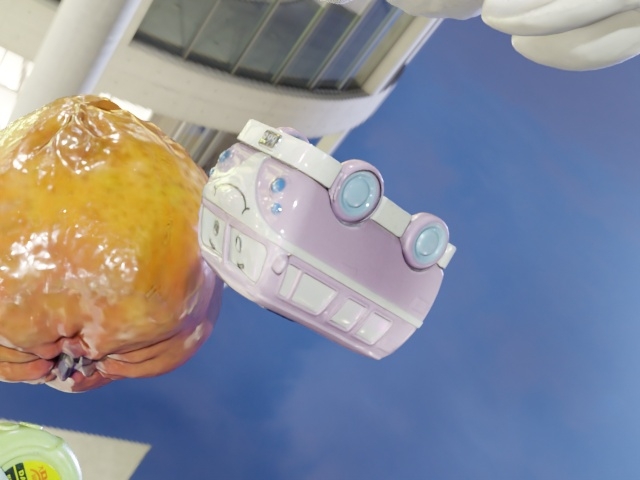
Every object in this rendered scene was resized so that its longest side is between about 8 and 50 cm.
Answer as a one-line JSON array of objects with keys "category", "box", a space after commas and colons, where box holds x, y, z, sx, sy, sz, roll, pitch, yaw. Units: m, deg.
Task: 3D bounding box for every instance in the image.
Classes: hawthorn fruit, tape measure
[{"category": "hawthorn fruit", "box": [-0.357, -0.003, 1.200, 0.472, 0.471, 0.471, 27, -146, -20]}, {"category": "tape measure", "box": [-0.336, 0.275, 0.851, 0.154, 0.088, 0.177, -26, -73, -41]}]

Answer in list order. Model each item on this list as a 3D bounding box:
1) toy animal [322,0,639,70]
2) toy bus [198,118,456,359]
[{"category": "toy animal", "box": [0.158, -0.249, 0.612, 0.194, 0.257, 0.357, 34, -176, -41]}, {"category": "toy bus", "box": [0.000, 0.000, 0.674, 0.203, 0.142, 0.142, 32, -179, -39]}]
